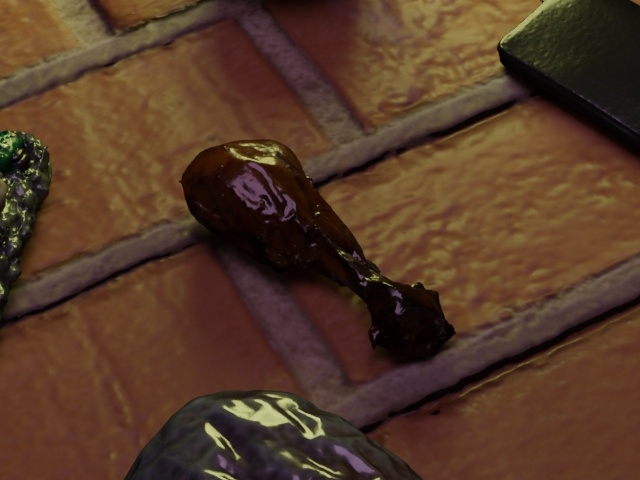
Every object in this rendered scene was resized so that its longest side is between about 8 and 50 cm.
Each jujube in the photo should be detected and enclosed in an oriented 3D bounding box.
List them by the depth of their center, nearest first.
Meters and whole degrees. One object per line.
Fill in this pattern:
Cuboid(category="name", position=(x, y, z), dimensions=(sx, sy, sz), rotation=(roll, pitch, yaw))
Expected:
Cuboid(category="jujube", position=(-0.006, 0.242, 1.294), dimensions=(0.226, 0.226, 0.317), rotation=(-38, 51, -25))

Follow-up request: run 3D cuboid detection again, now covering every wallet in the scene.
Cuboid(category="wallet", position=(0.296, -0.170, 1.738), dimensions=(0.250, 0.044, 0.149), rotation=(35, 64, 29))

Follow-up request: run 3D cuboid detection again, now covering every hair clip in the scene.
Cuboid(category="hair clip", position=(-0.336, 0.002, 1.610), dimensions=(0.138, 0.091, 0.321), rotation=(5, 51, 5))

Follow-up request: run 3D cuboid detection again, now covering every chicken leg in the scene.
Cuboid(category="chicken leg", position=(0.000, 0.000, 1.593), dimensions=(0.304, 0.093, 0.113), rotation=(35, 49, 25))
